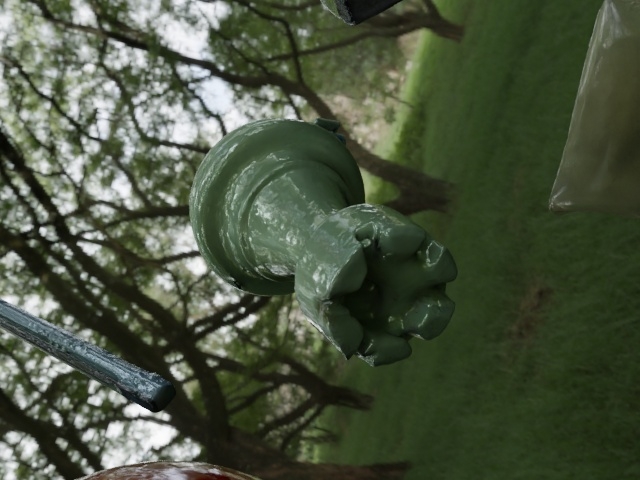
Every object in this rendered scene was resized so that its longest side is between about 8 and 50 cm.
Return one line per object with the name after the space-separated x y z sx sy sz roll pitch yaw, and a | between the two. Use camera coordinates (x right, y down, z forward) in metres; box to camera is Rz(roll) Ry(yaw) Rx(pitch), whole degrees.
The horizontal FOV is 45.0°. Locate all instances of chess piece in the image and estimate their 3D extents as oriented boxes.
0.000 0.000 0.729 0.299 0.195 0.194 38 119 60 | chess piece

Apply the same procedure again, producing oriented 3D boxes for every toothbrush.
-0.163 0.026 0.369 0.019 0.219 0.016 -61 -16 -15 | toothbrush

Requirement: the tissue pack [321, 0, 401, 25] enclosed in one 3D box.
0.074 -0.465 0.795 0.124 0.288 0.394 55 171 48 | tissue pack

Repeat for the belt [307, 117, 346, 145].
-0.054 -0.094 1.422 0.072 0.087 0.302 6 -57 -42 | belt

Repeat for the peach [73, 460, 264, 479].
-0.118 0.315 0.475 0.370 0.370 0.370 14 -90 -83 | peach

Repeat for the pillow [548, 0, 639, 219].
0.282 -0.108 0.689 0.053 0.119 0.208 -75 -8 -65 | pillow
